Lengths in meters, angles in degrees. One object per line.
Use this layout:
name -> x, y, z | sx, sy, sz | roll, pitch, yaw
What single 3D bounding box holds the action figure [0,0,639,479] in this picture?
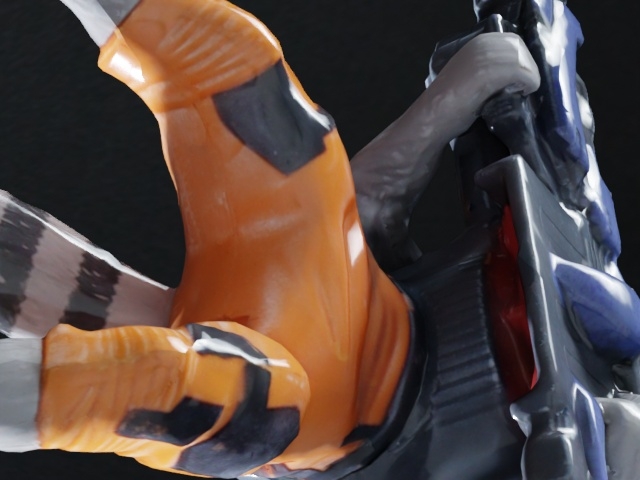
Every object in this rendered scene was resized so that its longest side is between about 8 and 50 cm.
action figure -> 0.000, 0.000, 0.594 | 0.330, 0.178, 0.341 | 36, -142, -31
